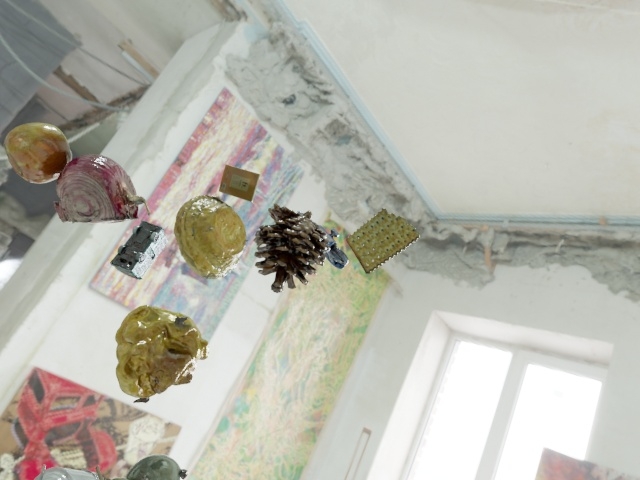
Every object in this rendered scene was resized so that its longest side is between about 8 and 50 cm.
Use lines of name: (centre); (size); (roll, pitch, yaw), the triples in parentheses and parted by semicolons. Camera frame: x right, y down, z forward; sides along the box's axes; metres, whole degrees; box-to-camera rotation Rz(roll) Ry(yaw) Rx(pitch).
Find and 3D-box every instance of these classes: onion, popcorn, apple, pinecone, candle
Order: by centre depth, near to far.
pinecone: (-0.078, 0.024, 1.147); (0.186, 0.212, 0.168); (20, -42, 5)
popcorn: (-0.499, 0.342, 1.510); (0.298, 0.280, 0.315); (17, 31, -31)
apple: (-0.905, -0.287, 1.515); (0.196, 0.195, 0.196); (23, -20, 9)
onion: (-0.726, -0.166, 1.548); (0.273, 0.230, 0.256); (-12, 5, -21)
candle: (-1.017, 1.019, 1.852); (0.222, 0.221, 0.342); (18, -24, 22)

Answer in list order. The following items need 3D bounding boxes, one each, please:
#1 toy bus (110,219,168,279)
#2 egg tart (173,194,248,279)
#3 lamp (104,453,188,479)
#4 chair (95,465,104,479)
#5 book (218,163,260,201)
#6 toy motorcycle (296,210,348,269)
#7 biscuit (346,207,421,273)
toy bus: (-0.516, 0.033, 1.347); (0.079, 0.160, 0.091); (18, -32, 13)
egg tart: (-0.448, -0.021, 2.034); (0.169, 0.387, 0.388); (-12, -39, 33)
lamp: (-0.542, 0.763, 1.441); (0.198, 0.197, 0.244); (13, 1, 33)
chair: (-0.448, 0.593, 0.973); (0.221, 0.104, 0.095); (66, 12, 1)
book: (-0.329, -0.232, 1.896); (0.172, 0.118, 0.012); (19, 6, 24)
toy motorcycle: (0.000, 0.000, 1.623); (0.254, 0.092, 0.135); (46, -17, -3)
biscuit: (0.177, -0.007, 1.377); (0.016, 0.203, 0.144); (0, 54, -59)
